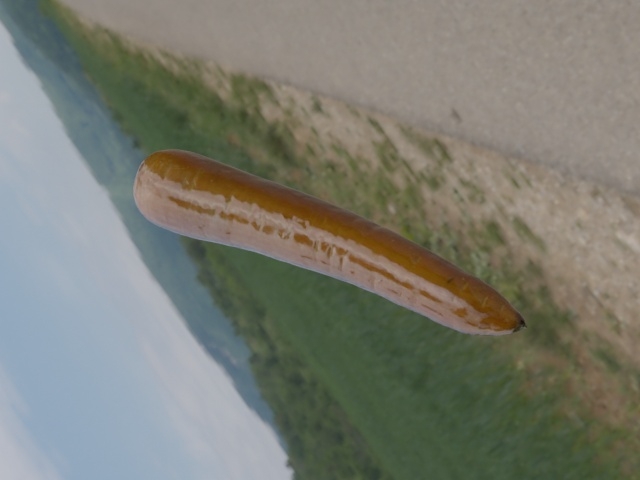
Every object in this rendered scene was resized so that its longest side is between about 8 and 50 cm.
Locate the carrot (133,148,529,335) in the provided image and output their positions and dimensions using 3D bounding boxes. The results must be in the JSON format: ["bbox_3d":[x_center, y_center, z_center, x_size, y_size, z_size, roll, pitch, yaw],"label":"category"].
[{"bbox_3d":[0.000,0.000,0.477,0.190,0.037,0.037,19,160,24],"label":"carrot"}]
